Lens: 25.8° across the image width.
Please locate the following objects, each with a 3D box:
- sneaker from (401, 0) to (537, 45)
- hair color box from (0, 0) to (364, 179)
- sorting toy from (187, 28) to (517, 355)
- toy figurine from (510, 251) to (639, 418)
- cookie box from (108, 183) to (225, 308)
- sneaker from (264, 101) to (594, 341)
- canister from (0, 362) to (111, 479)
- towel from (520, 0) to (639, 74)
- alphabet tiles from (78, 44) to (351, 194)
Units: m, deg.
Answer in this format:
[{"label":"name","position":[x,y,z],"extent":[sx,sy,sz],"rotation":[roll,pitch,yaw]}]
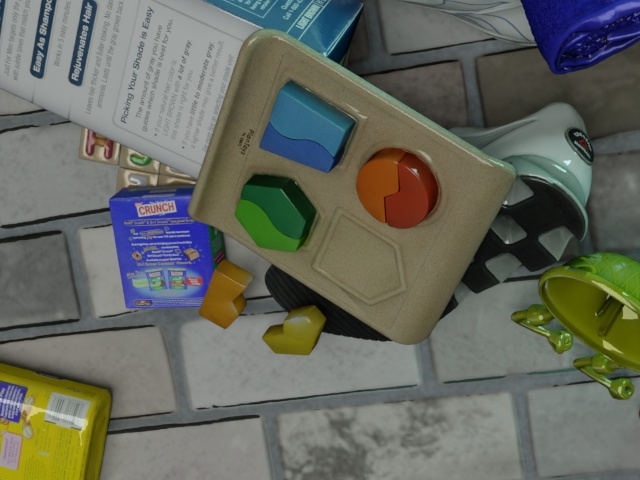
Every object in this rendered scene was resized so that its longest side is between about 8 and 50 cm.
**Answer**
[{"label":"sneaker","position":[0.115,-0.220,1.135],"extent":[0.297,0.129,0.111],"rotation":[10,101,8]},{"label":"hair color box","position":[-0.156,-0.179,1.172],"extent":[0.347,0.105,0.174],"rotation":[25,130,5]},{"label":"sorting toy","position":[0.000,0.000,1.131],"extent":[0.229,0.041,0.307],"rotation":[29,133,6]},{"label":"toy figurine","position":[0.371,0.070,1.163],"extent":[0.362,0.191,0.217],"rotation":[37,77,1]},{"label":"cookie box","position":[-0.136,0.005,1.269],"extent":[0.092,0.040,0.107],"rotation":[-2,109,12]},{"label":"sneaker","position":[0.097,-0.017,1.197],"extent":[0.330,0.146,0.122],"rotation":[-22,121,37]},{"label":"canister","position":[-0.293,0.180,1.327],"extent":[0.170,0.073,0.126],"rotation":[13,104,7]},{"label":"towel","position":[0.226,-0.296,1.045],"extent":[0.228,0.076,0.308],"rotation":[-21,66,7]},{"label":"alphabet tiles","position":[-0.101,-0.111,1.262],"extent":[0.237,0.009,0.198],"rotation":[11,103,9]}]
